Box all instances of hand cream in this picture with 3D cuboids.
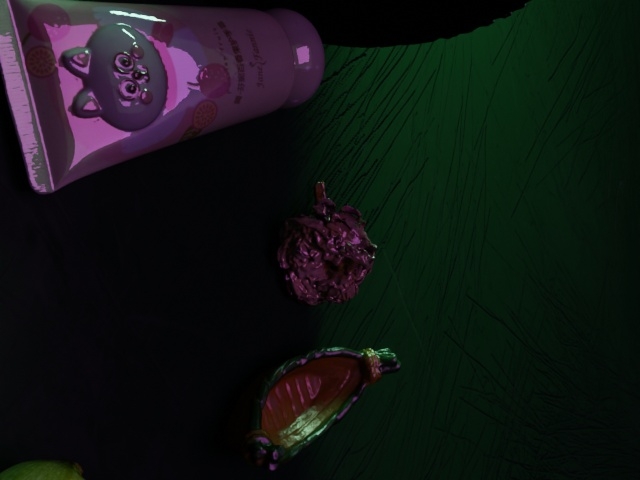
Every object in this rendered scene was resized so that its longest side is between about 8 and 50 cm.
[{"bbox_3d":[-0.123,-0.140,0.749,0.305,0.093,0.147,-20,103,-44],"label":"hand cream"}]

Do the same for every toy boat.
[{"bbox_3d":[-0.011,0.155,0.869,0.229,0.088,0.089,-29,111,-51],"label":"toy boat"}]

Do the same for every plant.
[{"bbox_3d":[0.000,0.000,0.928,0.117,0.104,0.122,103,-18,-44],"label":"plant"}]

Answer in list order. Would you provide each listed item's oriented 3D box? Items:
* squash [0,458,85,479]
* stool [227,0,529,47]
[{"bbox_3d":[-0.198,0.232,0.581,0.123,0.123,0.187,41,57,-45],"label":"squash"},{"bbox_3d":[0.052,-0.386,0.835,0.297,0.297,0.330,9,77,-54],"label":"stool"}]
